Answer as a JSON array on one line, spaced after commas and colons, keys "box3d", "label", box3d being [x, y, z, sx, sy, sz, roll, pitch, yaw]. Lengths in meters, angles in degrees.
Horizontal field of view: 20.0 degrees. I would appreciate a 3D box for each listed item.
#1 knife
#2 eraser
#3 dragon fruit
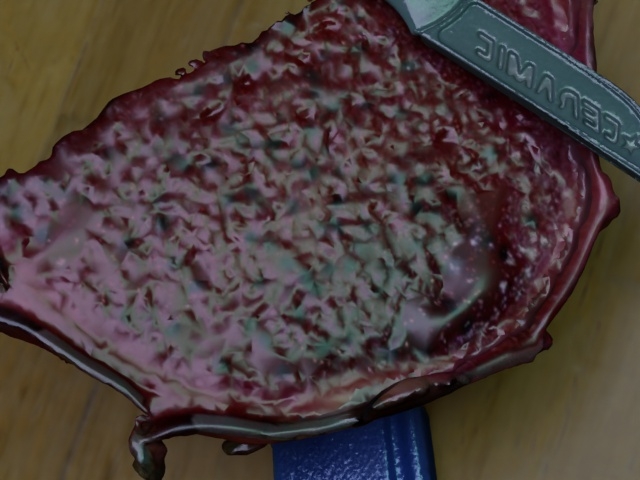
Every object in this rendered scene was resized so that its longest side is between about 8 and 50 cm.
[{"box3d": [0.042, -0.083, 0.654, 0.210, 0.015, 0.028, 34, 64, 7], "label": "knife"}, {"box3d": [0.016, 0.110, 0.716, 0.063, 0.027, 0.084, -9, 75, 13], "label": "eraser"}, {"box3d": [0.002, 0.008, 0.693, 0.274, 0.126, 0.161, -31, 76, -14], "label": "dragon fruit"}]
